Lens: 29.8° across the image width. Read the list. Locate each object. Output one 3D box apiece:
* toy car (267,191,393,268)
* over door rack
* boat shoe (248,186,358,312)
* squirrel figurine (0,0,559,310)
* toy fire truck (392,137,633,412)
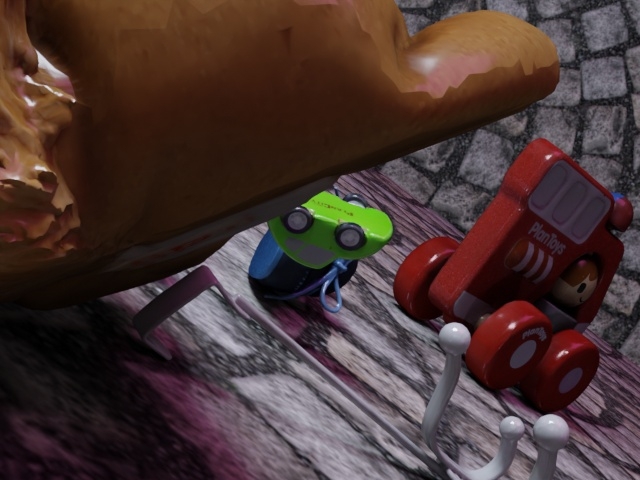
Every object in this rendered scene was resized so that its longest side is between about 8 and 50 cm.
[{"bbox_3d":[-0.059,-0.025,0.887,0.225,0.053,0.239,19,26,-6],"label":"toy car"},{"bbox_3d":[0.079,0.130,0.683,0.324,0.108,0.239,30,10,-37],"label":"over door rack"},{"bbox_3d":[0.000,0.000,1.058,0.089,0.109,0.258,33,11,-3],"label":"boat shoe"},{"bbox_3d":[-0.149,-0.163,0.544,0.397,0.281,0.370,-18,85,-48],"label":"squirrel figurine"},{"bbox_3d":[0.250,0.037,1.369,0.302,0.254,0.169,27,13,-49],"label":"toy fire truck"}]
